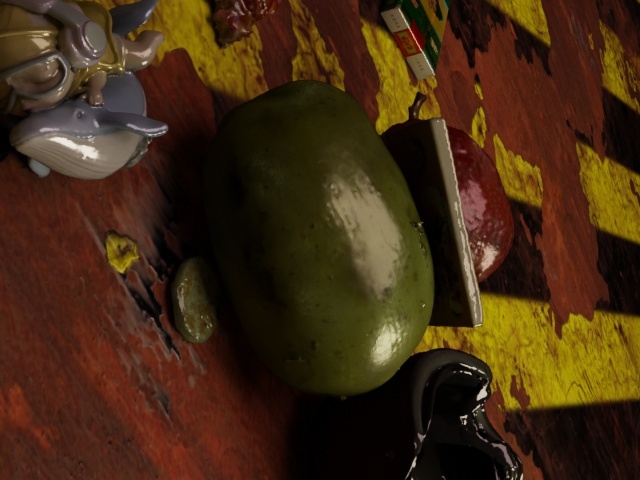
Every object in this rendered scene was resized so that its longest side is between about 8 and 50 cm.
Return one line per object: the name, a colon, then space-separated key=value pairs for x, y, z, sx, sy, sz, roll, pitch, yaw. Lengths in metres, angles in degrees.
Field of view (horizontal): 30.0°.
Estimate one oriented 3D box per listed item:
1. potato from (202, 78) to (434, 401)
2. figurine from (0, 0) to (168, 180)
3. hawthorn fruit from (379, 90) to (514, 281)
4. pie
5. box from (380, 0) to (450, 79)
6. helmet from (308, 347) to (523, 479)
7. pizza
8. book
potato: x=-0.003 y=0.001 z=1.162 sx=0.304 sy=0.216 sz=0.216 roll=63 pitch=30 yaw=-8
figurine: x=-0.197 y=-0.133 z=0.936 sx=0.184 sy=0.128 sz=0.208 roll=57 pitch=27 yaw=-31
hawthorn fruit: x=0.126 y=-0.057 z=1.440 sx=0.205 sy=0.205 sz=0.253 roll=19 pitch=57 yaw=-59
pie: x=-0.116 y=0.057 z=1.123 sx=0.085 sy=0.017 sz=0.085 roll=30 pitch=56 yaw=-58
box: x=0.146 y=-0.361 z=1.751 sx=0.132 sy=0.034 sz=0.235 roll=55 pitch=36 yaw=-39
helmet: x=0.090 y=0.264 z=1.267 sx=0.225 sy=0.177 sz=0.305 roll=-27 pitch=108 yaw=-56
pizza: x=-0.074 y=-0.292 z=1.290 sx=0.201 sy=0.053 sz=0.193 roll=28 pitch=56 yaw=-56
book: x=0.079 y=-0.011 z=1.280 sx=0.020 sy=0.295 sz=0.208 roll=-13 pitch=91 yaw=-22
